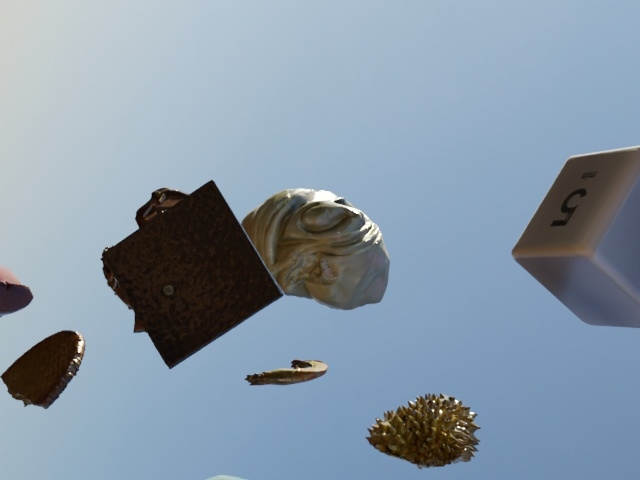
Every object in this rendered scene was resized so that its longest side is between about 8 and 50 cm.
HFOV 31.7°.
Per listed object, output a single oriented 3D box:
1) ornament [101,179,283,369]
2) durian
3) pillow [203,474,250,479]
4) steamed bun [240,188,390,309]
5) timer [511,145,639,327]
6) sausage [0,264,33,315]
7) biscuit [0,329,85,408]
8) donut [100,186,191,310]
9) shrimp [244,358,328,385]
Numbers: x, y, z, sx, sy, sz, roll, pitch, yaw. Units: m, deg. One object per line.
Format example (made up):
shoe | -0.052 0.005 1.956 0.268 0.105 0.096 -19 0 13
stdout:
ornament | -0.133 0.051 1.318 0.166 0.153 0.196 -32 169 4
durian | 0.193 0.343 2.052 0.138 0.183 0.249 -64 157 11
pillow | -0.156 0.400 1.497 0.233 0.086 0.214 -2 -143 50
steamed bun | 0.000 0.000 2.308 0.275 0.319 0.206 -116 -141 -60
timer | 0.434 -0.002 1.653 0.195 0.192 0.194 -56 -160 -16
sausage | -0.576 0.069 1.794 0.102 0.102 0.330 -71 160 -3
biscuit | -0.380 0.178 1.579 0.126 0.025 0.206 -48 -155 -17
donut | -0.247 0.039 1.851 0.230 0.216 0.096 -37 -165 16
shrimp | -0.046 0.180 1.540 0.083 0.114 0.023 -108 -170 -81
